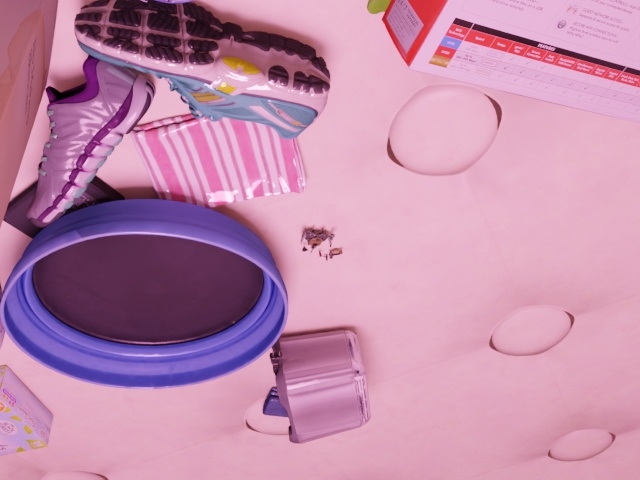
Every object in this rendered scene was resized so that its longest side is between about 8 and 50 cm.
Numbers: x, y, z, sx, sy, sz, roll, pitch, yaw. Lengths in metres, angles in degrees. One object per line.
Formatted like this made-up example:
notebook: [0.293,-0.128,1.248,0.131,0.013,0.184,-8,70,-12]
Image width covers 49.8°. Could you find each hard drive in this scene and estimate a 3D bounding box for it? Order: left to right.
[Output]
hard drive: [-0.339,-0.043,0.906,0.135,0.022,0.094,-31,131,22]

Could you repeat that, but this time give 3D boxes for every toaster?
toaster: [0.002,0.238,1.165,0.147,0.129,0.227,-11,131,-2]

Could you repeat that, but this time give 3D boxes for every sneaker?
sneaker: [-0.290,-0.120,0.794,0.098,0.083,0.223,37,103,-23]
sneaker: [-0.127,-0.175,0.741,0.275,0.107,0.110,16,139,-16]

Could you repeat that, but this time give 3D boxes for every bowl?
bowl: [-0.244,0.088,0.994,0.391,0.077,0.391,-5,140,-5]

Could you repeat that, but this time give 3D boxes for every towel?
towel: [-0.125,-0.101,0.872,0.197,0.029,0.144,-11,135,4]
towel: [-0.046,0.309,1.297,0.120,0.029,0.067,10,133,-18]

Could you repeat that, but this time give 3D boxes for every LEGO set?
LEGO set: [-0.002,0.001,1.001,0.054,0.023,0.083,-14,148,9]

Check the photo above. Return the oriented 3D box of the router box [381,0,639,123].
router box: [0.272,-0.262,0.611,0.336,0.082,0.301,6,136,-27]

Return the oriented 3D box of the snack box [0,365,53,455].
snack box: [-0.603,0.308,1.193,0.207,0.070,0.174,-13,135,3]

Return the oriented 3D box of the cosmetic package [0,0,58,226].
cosmetic package: [-0.322,-0.129,0.618,0.113,0.309,0.160,12,133,-18]

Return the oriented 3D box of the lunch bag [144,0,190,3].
lunch bag: [-0.162,-0.328,0.597,0.176,0.090,0.219,16,130,-18]

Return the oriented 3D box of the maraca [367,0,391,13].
maraca: [0.092,-0.287,0.666,0.127,0.099,0.185,-13,151,1]

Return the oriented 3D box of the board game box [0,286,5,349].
board game box: [-0.606,0.025,0.908,0.319,0.065,0.318,3,134,-11]
